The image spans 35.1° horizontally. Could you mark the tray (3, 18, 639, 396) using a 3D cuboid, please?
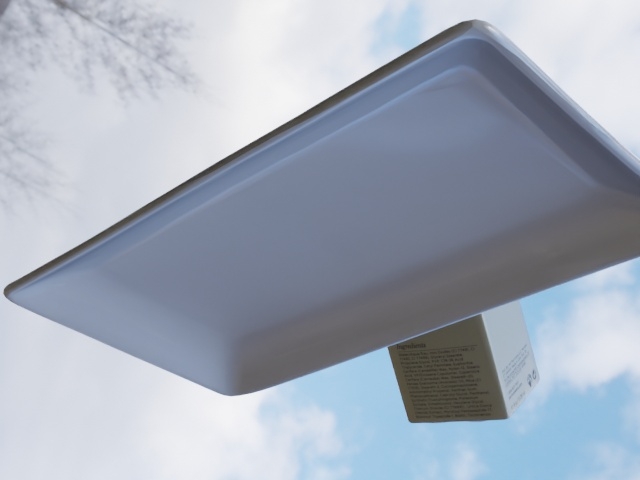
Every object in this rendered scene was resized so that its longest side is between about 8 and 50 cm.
[{"bbox_3d":[0.000,0.000,0.420,0.270,0.145,0.030,-25,-131,38],"label":"tray"}]

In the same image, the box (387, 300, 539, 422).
[{"bbox_3d":[0.109,0.027,0.938,0.113,0.275,0.094,-8,-167,34],"label":"box"}]
